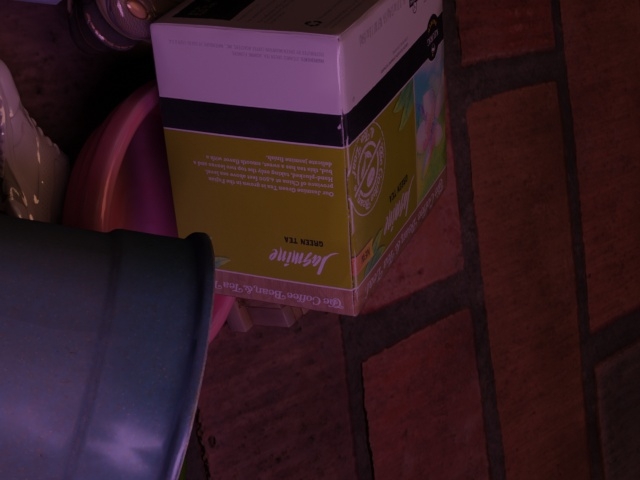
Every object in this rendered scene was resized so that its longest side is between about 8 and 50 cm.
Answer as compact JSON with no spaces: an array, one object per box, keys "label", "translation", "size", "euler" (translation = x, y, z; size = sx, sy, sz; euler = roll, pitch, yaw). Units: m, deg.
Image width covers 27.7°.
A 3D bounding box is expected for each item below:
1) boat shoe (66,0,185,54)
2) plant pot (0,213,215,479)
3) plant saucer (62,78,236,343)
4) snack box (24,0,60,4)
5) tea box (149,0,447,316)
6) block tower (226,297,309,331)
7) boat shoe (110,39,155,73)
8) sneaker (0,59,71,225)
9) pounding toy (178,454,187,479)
[{"label":"boat shoe","translation":[-0.218,-0.353,1.453],"size":[0.132,0.130,0.355],"euler":[40,43,-33]},{"label":"plant pot","translation":[-0.304,0.113,1.169],"size":[0.334,0.341,0.341],"euler":[16,77,-15]},{"label":"plant saucer","translation":[-0.188,-0.022,1.480],"size":[0.332,0.084,0.332],"euler":[-25,118,-61]},{"label":"snack box","translation":[-0.339,-0.351,1.308],"size":[0.174,0.070,0.207],"euler":[-4,78,-48]},{"label":"tea box","translation":[-0.007,-0.142,1.470],"size":[0.329,0.220,0.323],"euler":[-51,144,-52]},{"label":"block tower","translation":[0.000,0.000,1.740],"size":[0.335,0.097,0.091],"euler":[-40,119,-40]},{"label":"boat shoe","translation":[-0.168,-0.236,1.553],"size":[0.223,0.080,0.073],"euler":[12,77,-54]},{"label":"sneaker","translation":[-0.323,-0.092,1.380],"size":[0.115,0.090,0.232],"euler":[-38,128,-49]},{"label":"pounding toy","translation":[-0.210,0.274,1.423],"size":[0.183,0.110,0.237],"euler":[-20,129,-28]}]
